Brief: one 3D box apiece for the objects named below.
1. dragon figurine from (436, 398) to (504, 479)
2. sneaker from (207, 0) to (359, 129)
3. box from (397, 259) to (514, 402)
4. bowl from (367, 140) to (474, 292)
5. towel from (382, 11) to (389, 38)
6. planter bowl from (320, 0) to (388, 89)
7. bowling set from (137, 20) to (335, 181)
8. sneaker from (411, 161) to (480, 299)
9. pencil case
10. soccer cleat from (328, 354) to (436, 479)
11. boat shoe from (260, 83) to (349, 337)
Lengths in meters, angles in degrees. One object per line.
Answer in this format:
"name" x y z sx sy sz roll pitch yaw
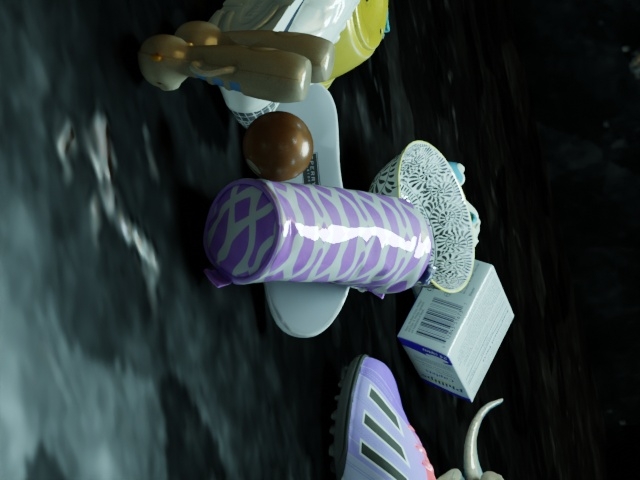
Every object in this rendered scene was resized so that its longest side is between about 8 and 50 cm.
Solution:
"dragon figurine" 0.194 0.344 2.175 0.144 0.085 0.289 64 22 -51
"sneaker" -0.015 -0.194 1.550 0.235 0.090 0.095 -48 134 -32
"box" 0.160 0.100 2.129 0.126 0.072 0.137 -61 152 -19
"bowl" 0.094 -0.018 1.975 0.170 0.080 0.170 34 49 -50
"towel" 0.066 -0.455 2.107 0.271 0.040 0.370 97 -7 -58
"planter bowl" 0.007 -0.225 1.672 0.217 0.090 0.217 1 90 -70
"bowling set" -0.075 -0.147 1.334 0.287 0.154 0.200 -37 136 -77
"sneaker" 0.152 0.010 2.211 0.087 0.092 0.229 -79 157 -60
"pencil case" 0.000 0.000 1.443 0.206 0.088 0.086 9 32 -48
"soccer cleat" 0.074 0.251 1.665 0.109 0.116 0.318 60 25 -56
"boat shoe" -0.021 -0.024 1.569 0.076 0.080 0.229 130 -44 -71
